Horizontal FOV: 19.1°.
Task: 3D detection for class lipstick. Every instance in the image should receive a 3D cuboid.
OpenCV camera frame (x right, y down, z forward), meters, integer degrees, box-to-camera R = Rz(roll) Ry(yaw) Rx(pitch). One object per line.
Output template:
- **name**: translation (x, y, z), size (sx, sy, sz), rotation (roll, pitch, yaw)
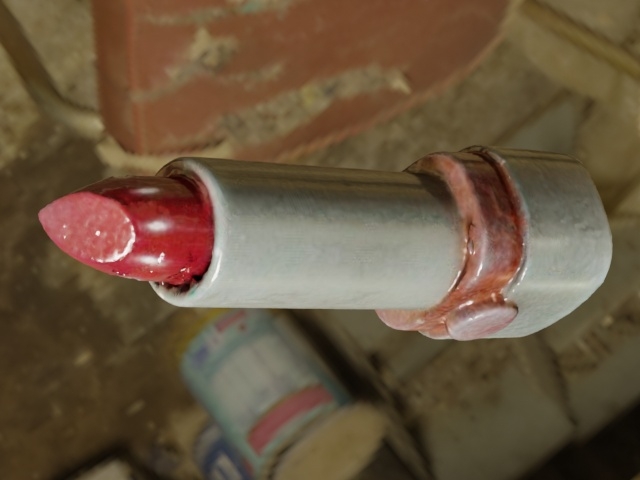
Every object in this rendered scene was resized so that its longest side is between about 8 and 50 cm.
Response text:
- **lipstick**: translation (0.000, 0.001, 0.562), size (0.186, 0.057, 0.063), rotation (1, 151, -39)
